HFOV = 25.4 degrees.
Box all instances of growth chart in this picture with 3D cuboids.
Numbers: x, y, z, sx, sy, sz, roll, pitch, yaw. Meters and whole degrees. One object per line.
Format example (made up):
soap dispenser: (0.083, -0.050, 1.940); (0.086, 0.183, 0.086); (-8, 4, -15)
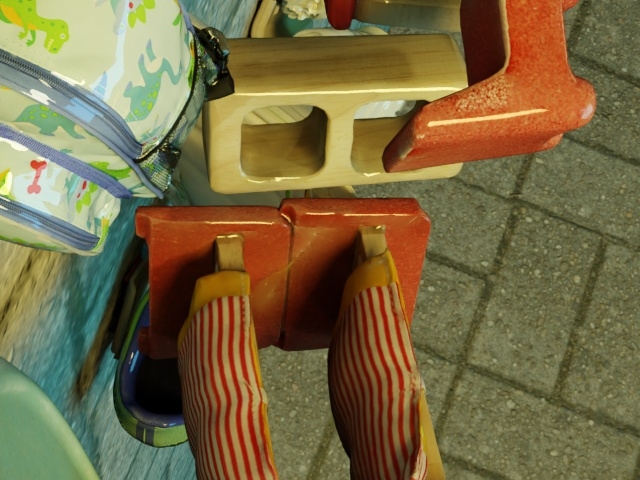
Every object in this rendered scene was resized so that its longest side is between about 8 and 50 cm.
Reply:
growth chart: (-0.042, -0.036, 0.834); (0.021, 0.172, 0.237); (-42, 164, -23)

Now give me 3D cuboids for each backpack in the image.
backpack: (-0.084, -0.045, 0.360); (0.114, 0.105, 0.084); (85, 26, -79)

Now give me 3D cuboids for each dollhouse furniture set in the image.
dollhouse furniture set: (0.000, 0.000, 0.606); (0.374, 0.152, 0.201); (96, -13, -46)

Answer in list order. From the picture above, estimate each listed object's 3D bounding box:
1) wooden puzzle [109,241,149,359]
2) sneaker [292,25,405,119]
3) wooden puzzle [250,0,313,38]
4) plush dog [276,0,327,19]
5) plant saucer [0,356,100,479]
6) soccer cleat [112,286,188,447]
wooden puzzle: (-0.136, 0.038, 1.032); (0.078, 0.014, 0.116); (-73, -177, -62)
sneaker: (-0.052, -0.061, 1.185); (0.129, 0.111, 0.297); (9, 116, -58)
wooden puzzle: (0.012, -0.277, 1.199); (0.221, 0.044, 0.239); (-61, 172, -71)
plush dog: (0.062, -0.283, 0.925); (0.262, 0.210, 0.225); (-64, 151, -61)
plant saucer: (-0.091, 0.172, 0.510); (0.317, 0.043, 0.318); (161, -90, -89)
soccer cleat: (-0.070, 0.010, 1.015); (0.121, 0.093, 0.289); (100, 9, -83)
